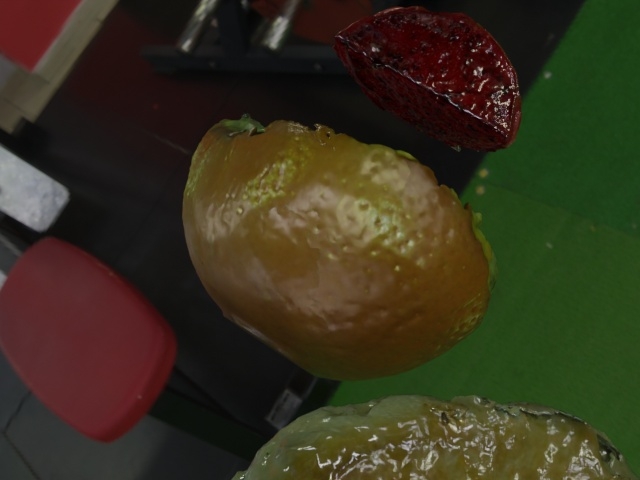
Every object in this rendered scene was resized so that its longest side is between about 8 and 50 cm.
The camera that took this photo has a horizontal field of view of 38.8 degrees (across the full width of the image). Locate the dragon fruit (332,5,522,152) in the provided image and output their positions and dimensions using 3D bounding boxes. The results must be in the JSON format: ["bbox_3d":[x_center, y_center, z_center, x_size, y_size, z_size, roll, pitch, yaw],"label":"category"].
[{"bbox_3d":[0.096,-0.133,0.738,0.162,0.106,0.083,28,79,12],"label":"dragon fruit"}]

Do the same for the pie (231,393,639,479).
[{"bbox_3d":[0.066,0.209,0.418,0.071,0.306,0.306,-32,37,65],"label":"pie"}]

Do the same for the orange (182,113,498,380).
[{"bbox_3d":[-0.007,0.007,0.815,0.196,0.262,0.335,-41,26,-11],"label":"orange"}]
